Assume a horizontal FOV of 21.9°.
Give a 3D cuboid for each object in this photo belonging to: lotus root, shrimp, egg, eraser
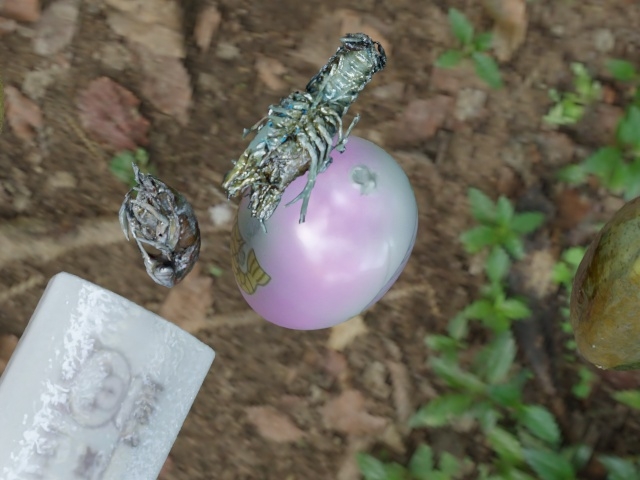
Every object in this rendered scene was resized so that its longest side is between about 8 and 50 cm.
[{"bbox_3d":[0.298,0.041,1.534,0.123,0.241,0.124,24,59,1],"label":"lotus root"},{"bbox_3d":[-0.143,-0.018,1.438,0.065,0.056,0.165,-43,142,-10],"label":"shrimp"},{"bbox_3d":[0.000,0.000,1.799,0.196,0.196,0.271,-21,149,-27],"label":"egg"},{"bbox_3d":[-0.233,0.186,1.561,0.174,0.095,0.270,30,74,-15],"label":"eraser"},{"bbox_3d":[-0.004,-0.085,1.273,0.082,0.076,0.174,42,108,5],"label":"shrimp"}]

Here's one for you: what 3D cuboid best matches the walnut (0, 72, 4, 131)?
[{"bbox_3d":[-0.418,-0.113,1.392,0.333,0.333,0.333,-9,107,-31],"label":"walnut"}]
